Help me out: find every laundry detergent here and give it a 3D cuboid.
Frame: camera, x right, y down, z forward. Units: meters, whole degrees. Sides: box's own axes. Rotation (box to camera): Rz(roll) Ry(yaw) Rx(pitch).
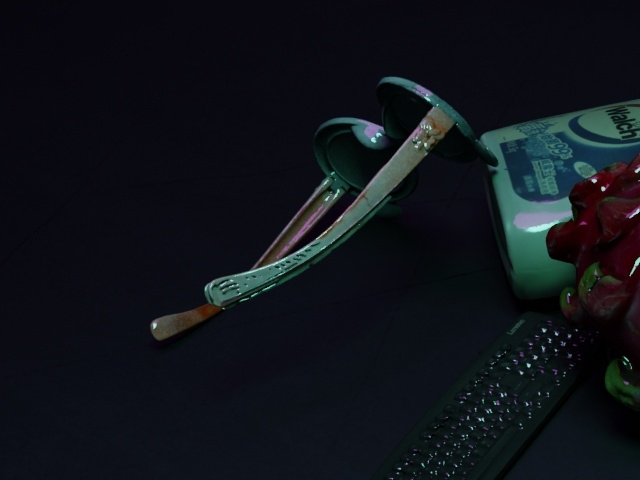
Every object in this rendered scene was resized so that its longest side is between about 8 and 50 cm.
[{"bbox_3d":[0.279,-0.043,1.249,0.280,0.105,0.215,-8,28,3],"label":"laundry detergent"}]

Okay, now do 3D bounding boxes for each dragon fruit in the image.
[{"bbox_3d":[0.293,0.019,1.031,0.272,0.198,0.218,-16,-1,22],"label":"dragon fruit"}]

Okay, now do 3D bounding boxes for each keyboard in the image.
[{"bbox_3d":[0.120,0.122,1.096,0.087,0.017,0.250,12,37,34],"label":"keyboard"}]

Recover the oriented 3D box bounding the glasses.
[{"bbox_3d":[0.000,0.000,1.248,0.268,0.118,0.234,-50,10,-23],"label":"glasses"}]
